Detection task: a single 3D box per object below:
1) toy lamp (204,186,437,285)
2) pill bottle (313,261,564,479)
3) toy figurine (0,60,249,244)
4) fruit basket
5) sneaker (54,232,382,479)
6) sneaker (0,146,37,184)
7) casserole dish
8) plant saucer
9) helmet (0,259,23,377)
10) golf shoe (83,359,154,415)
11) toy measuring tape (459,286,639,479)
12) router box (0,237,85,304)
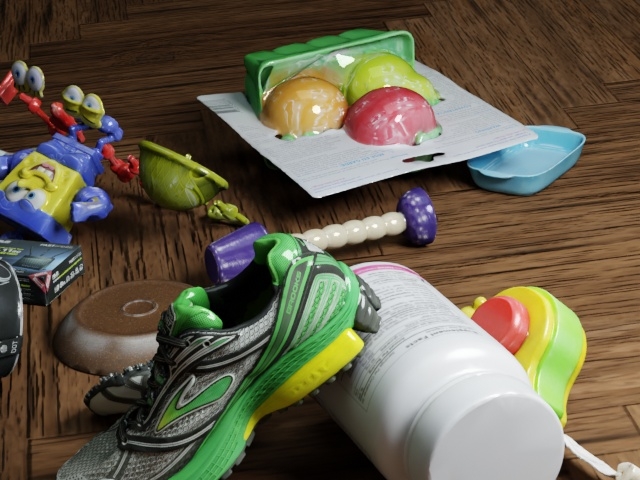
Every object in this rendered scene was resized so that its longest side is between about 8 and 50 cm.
[{"bbox_3d":[0.000,0.000,2.093,0.275,0.080,0.080,-14,26,-20],"label":"toy lamp"},{"bbox_3d":[0.096,0.141,1.656,0.160,0.160,0.283,-13,26,-19],"label":"pill bottle"},{"bbox_3d":[-0.298,-0.042,2.220,0.363,0.191,0.217,27,71,28],"label":"toy figurine"},{"bbox_3d":[0.055,-0.150,2.362,0.327,0.165,0.353,-16,36,-24],"label":"fruit basket"},{"bbox_3d":[-0.117,0.120,1.634,0.343,0.146,0.134,-43,30,5],"label":"sneaker"},{"bbox_3d":[-0.414,-0.084,2.393,0.161,0.057,0.075,7,43,21],"label":"sneaker"},{"bbox_3d":[0.266,-0.102,2.327,0.114,0.037,0.188,11,29,31],"label":"casserole dish"},{"bbox_3d":[-0.197,0.088,1.979,0.199,0.036,0.198,-3,25,1],"label":"plant saucer"},{"bbox_3d":[-0.404,0.081,1.874,0.162,0.169,0.169,3,19,-27],"label":"helmet"},{"bbox_3d":[-0.147,0.157,1.774,0.198,0.094,0.077,-20,-1,32],"label":"golf shoe"},{"bbox_3d":[0.230,0.125,1.718,0.121,0.121,0.330,-15,27,-24],"label":"toy measuring tape"},{"bbox_3d":[-0.352,0.035,2.117,0.122,0.038,0.092,5,25,20],"label":"router box"}]
